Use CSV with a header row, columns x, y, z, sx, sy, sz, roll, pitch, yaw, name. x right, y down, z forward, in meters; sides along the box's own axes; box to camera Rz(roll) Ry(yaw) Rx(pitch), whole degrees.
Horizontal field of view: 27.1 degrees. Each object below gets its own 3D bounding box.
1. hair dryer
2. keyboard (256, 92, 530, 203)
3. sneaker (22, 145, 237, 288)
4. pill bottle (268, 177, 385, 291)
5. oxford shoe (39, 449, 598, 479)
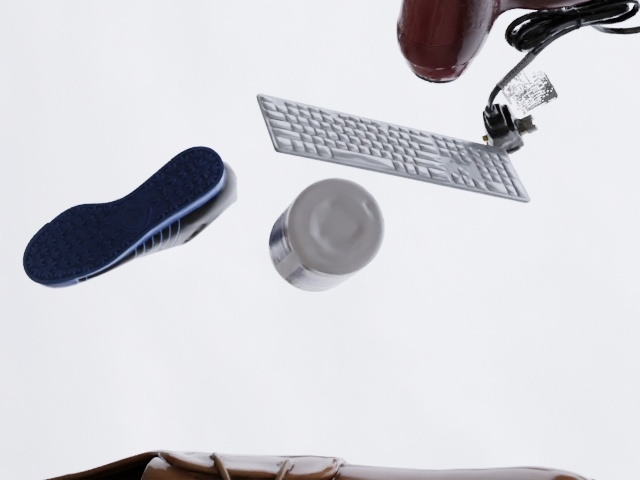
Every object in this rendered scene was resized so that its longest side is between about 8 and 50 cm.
x,y,z,sx,sy,sz,roll,pitch,yaw,name
0.166,-0.218,1.147,0.293,0.223,0.080,38,11,-50,hair dryer
0.066,-0.076,1.128,0.014,0.256,0.072,-62,-146,30,keyboard
-0.188,-0.011,1.365,0.081,0.232,0.090,63,1,23,sneaker
0.000,0.000,0.928,0.067,0.067,0.120,60,-15,3,pill bottle
-0.013,0.093,0.389,0.212,0.076,0.076,-13,-54,23,oxford shoe
